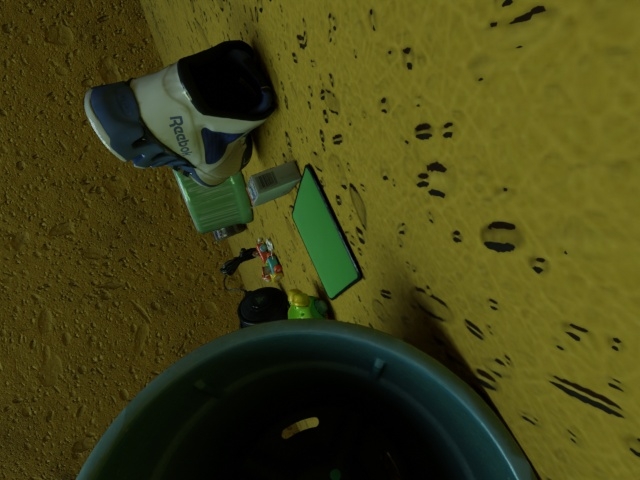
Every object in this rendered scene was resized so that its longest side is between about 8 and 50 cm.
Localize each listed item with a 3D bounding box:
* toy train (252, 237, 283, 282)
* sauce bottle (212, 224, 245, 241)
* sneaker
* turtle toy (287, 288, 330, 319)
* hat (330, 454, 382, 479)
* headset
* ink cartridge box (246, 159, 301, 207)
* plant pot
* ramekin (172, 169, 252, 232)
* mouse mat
[{"bbox_3d":[-0.140,0.050,1.036,0.125,0.046,0.166,68,165,1],"label":"toy train"},{"bbox_3d":[-0.347,-0.173,1.330,0.111,0.111,0.344,178,72,-74],"label":"sauce bottle"},{"bbox_3d":[-0.135,-0.167,0.580,0.315,0.182,0.127,-20,-90,-76],"label":"sneaker"},{"bbox_3d":[-0.021,0.129,0.691,0.130,0.066,0.095,-176,88,-76],"label":"turtle toy"},{"bbox_3d":[-0.003,0.406,0.686,0.208,0.183,0.173,108,166,-55],"label":"hat"},{"bbox_3d":[-0.135,0.197,1.137,0.394,0.185,0.243,47,154,17],"label":"headset"},{"bbox_3d":[-0.071,-0.076,0.585,0.029,0.062,0.115,68,165,-2],"label":"ink cartridge box"},{"bbox_3d":[-0.003,0.283,0.411,0.341,0.341,0.334,62,172,23],"label":"plant pot"},{"bbox_3d":[-0.307,-0.166,1.118,0.303,0.148,0.303,59,162,32],"label":"ramekin"},{"bbox_3d":[0.000,0.000,0.557,0.190,0.007,0.153,118,128,-72],"label":"mouse mat"}]
